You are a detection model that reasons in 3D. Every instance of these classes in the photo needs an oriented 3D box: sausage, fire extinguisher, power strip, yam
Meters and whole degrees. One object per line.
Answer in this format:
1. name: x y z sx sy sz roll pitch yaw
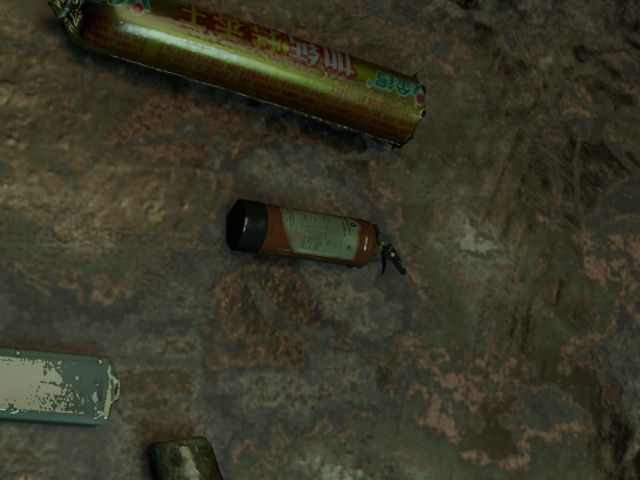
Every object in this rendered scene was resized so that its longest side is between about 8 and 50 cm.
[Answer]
1. sausage: -0.077 -0.175 1.255 0.372 0.082 0.082 15 67 -23
2. fire extinguisher: 0.000 0.000 1.250 0.177 0.050 0.062 9 51 -25
3. power strip: -0.287 0.114 1.071 0.253 0.027 0.060 9 71 -25
4. yam: -0.087 0.297 1.100 0.061 0.061 0.274 -9 79 -30
